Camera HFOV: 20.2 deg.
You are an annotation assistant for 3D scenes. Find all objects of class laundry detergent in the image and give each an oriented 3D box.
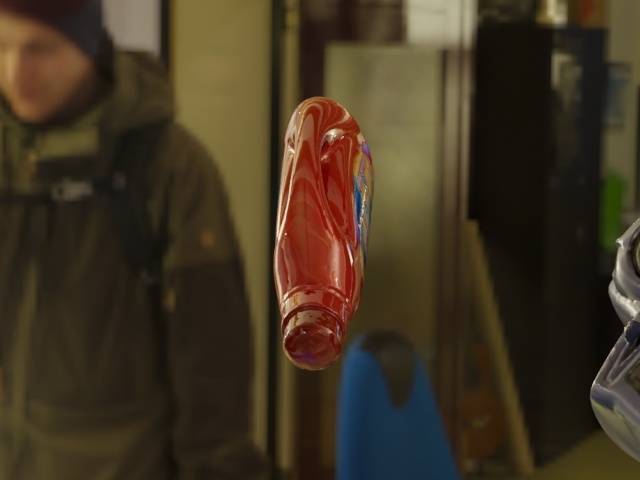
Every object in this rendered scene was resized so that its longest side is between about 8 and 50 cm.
[{"bbox_3d":[0.000,0.000,0.924,0.049,0.097,0.165,-7,35,8],"label":"laundry detergent"}]

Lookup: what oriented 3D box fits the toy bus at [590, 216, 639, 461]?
[{"bbox_3d":[0.263,0.112,1.066,0.292,0.133,0.125,45,-3,44],"label":"toy bus"}]
